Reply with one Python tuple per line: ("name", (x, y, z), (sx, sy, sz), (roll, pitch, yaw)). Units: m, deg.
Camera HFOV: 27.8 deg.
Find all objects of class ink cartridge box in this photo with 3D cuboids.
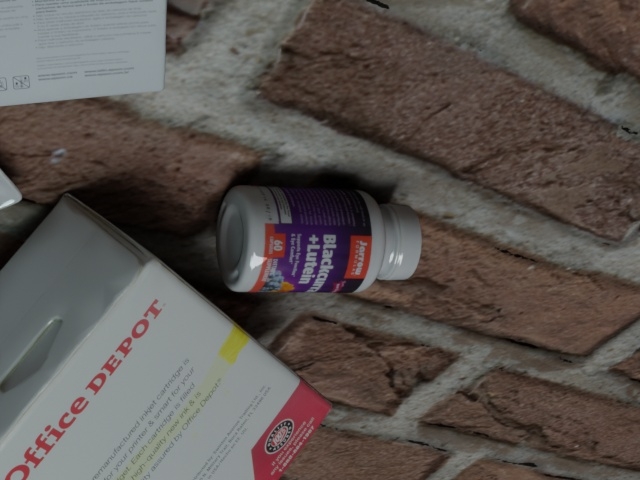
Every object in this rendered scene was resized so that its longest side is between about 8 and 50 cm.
("ink cartridge box", (-0.231, -0.202, 1.018), (0.223, 0.045, 0.224), (-7, 141, -15))
("ink cartridge box", (-0.199, 0.172, 1.326), (0.279, 0.160, 0.385), (-51, 141, -7))

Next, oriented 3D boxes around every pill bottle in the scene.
("pill bottle", (0.000, 0.000, 1.317), (0.193, 0.108, 0.108), (1, 140, -23))

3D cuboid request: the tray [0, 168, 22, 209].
("tray", (-0.422, -0.038, 1.164), (0.270, 0.030, 0.145), (-21, 144, 5))
